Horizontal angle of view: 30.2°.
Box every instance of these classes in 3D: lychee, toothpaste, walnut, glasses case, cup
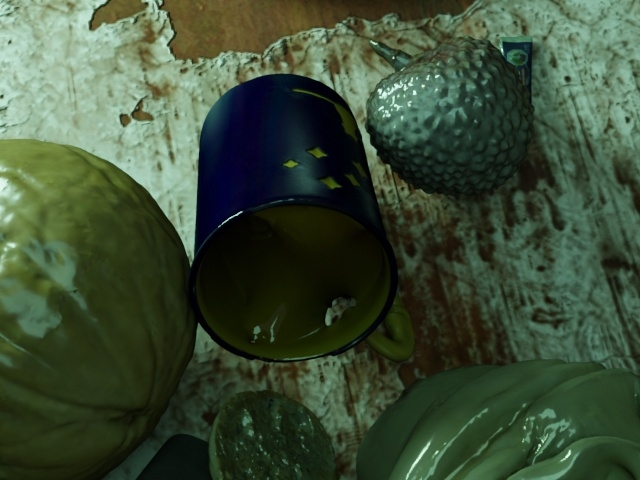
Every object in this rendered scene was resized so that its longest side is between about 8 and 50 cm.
[{"bbox_3d":[0.123,-0.133,1.189,0.165,0.165,0.197,-36,98,-11],"label":"lychee"},{"bbox_3d":[0.213,-0.161,1.273,0.037,0.021,0.140,1,67,0],"label":"toothpaste"},{"bbox_3d":[-0.268,0.061,1.069,0.333,0.333,0.333,-1,69,2],"label":"walnut"},{"bbox_3d":[-0.131,0.225,1.055,0.072,0.190,0.042,17,101,4],"label":"glasses case"},{"bbox_3d":[-0.022,0.001,1.126,0.178,0.255,0.256,-13,34,4],"label":"cup"}]

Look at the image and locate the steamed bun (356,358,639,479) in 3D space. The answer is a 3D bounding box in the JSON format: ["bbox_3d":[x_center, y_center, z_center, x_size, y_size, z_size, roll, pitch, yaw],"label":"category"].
[{"bbox_3d":[0.194,0.246,1.015,0.310,0.219,0.324,-6,69,-1],"label":"steamed bun"}]

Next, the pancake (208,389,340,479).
[{"bbox_3d":[-0.040,0.208,1.101,0.152,0.025,0.151,25,44,-27],"label":"pancake"}]
